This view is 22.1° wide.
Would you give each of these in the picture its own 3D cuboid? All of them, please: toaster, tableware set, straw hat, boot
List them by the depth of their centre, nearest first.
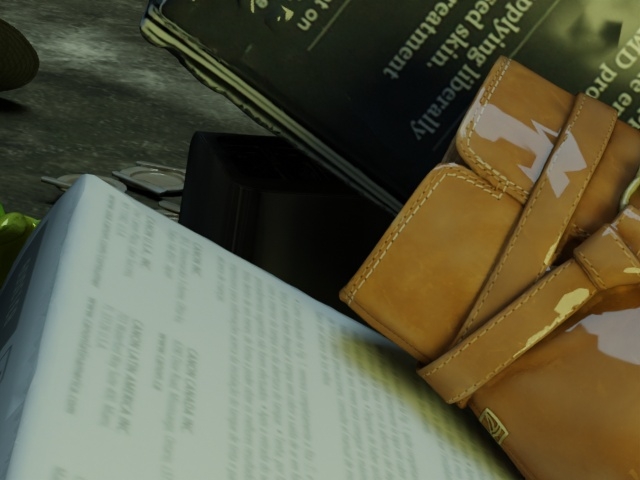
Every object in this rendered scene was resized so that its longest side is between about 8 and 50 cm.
[{"bbox_3d":[0.161,-0.007,0.683,0.220,0.283,0.109,35,-21,9],"label":"boot"},{"bbox_3d":[0.000,0.000,1.069,0.168,0.110,0.186,1,19,-15],"label":"toaster"},{"bbox_3d":[-0.122,-0.036,1.276,0.141,0.020,0.168,16,20,25],"label":"tableware set"},{"bbox_3d":[-0.331,-0.152,1.477,0.144,0.144,0.061,10,60,8],"label":"straw hat"}]

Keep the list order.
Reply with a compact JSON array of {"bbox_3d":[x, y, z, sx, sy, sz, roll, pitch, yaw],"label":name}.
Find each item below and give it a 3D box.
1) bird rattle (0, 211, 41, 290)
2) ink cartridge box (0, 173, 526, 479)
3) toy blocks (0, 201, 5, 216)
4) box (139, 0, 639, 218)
[{"bbox_3d":[-0.170,0.044,0.886,0.207,0.143,0.253,-1,8,-30],"label":"bird rattle"},{"bbox_3d":[0.048,0.154,0.576,0.385,0.091,0.308,31,19,-15],"label":"ink cartridge box"},{"bbox_3d":[-0.390,-0.132,1.073,0.381,0.261,0.191,1,19,-17],"label":"toy blocks"},{"bbox_3d":[0.178,-0.136,0.968,0.471,0.297,0.480,38,13,-13],"label":"box"}]
